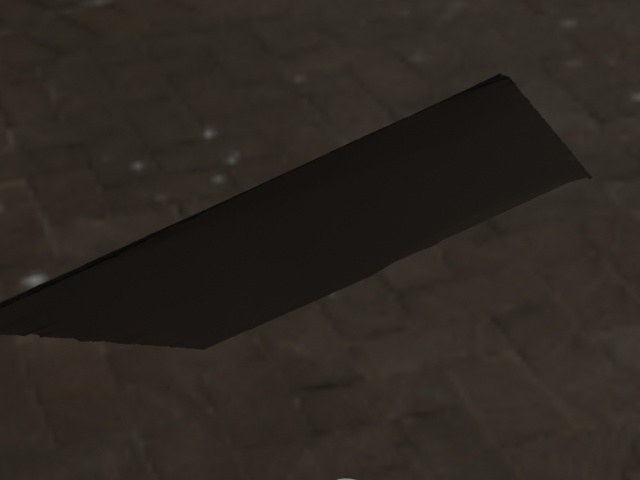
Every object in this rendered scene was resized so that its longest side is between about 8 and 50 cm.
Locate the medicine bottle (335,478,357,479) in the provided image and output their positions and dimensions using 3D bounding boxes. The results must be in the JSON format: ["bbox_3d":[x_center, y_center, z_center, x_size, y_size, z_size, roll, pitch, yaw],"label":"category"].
[{"bbox_3d":[-0.024,0.207,0.898,0.054,0.208,0.090,41,26,28],"label":"medicine bottle"}]

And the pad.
[{"bbox_3d":[0.000,0.000,0.883,0.248,0.007,0.367,-24,-9,11],"label":"pad"}]
